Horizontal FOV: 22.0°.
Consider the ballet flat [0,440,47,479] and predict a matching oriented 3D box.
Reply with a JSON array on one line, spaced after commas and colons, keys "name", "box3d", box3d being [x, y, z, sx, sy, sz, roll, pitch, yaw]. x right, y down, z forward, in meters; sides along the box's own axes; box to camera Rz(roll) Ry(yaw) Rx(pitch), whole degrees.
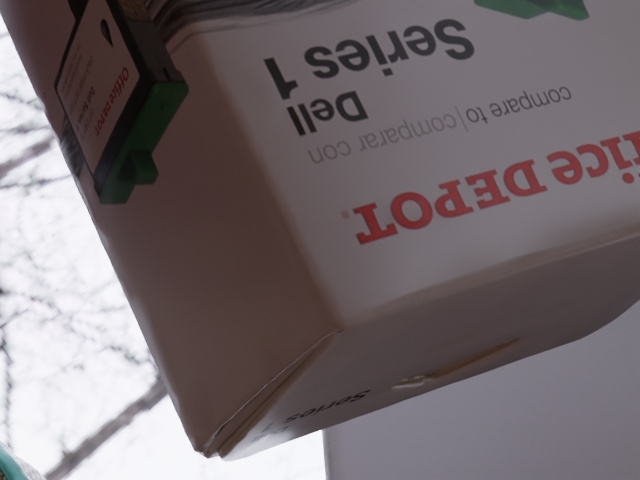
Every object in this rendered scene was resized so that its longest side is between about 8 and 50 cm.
[{"name": "ballet flat", "box3d": [-0.309, 0.321, 1.183, 0.182, 0.164, 0.483, 54, -56, 34]}]

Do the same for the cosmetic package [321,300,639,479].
[{"name": "cosmetic package", "box3d": [0.129, 0.235, 0.528, 0.230, 0.453, 0.161, -6, -40, 3]}]

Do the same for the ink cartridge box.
[{"name": "ink cartridge box", "box3d": [0.003, -0.069, 0.468, 0.219, 0.160, 0.092, 63, -35, 15]}]
